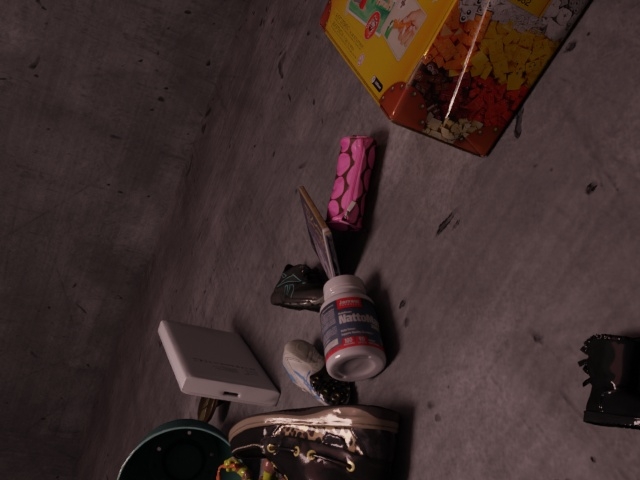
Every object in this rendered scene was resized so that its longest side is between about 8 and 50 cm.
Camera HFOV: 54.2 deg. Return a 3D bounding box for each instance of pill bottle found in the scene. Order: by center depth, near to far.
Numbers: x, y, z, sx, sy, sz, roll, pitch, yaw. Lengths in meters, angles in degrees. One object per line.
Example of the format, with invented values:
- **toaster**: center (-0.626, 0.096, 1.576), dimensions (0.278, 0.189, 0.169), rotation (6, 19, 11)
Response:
- **pill bottle**: center (0.054, 0.157, 1.155), dimensions (0.108, 0.108, 0.180), rotation (-52, 34, 38)

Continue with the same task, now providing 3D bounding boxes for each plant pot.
- **plant pot**: center (-0.329, 0.566, 1.511), dimensions (0.235, 0.293, 0.292), rotation (171, 113, -79)

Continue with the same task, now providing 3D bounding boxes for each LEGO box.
- **LEGO box**: center (0.209, -0.438, 1.087), dimensions (0.372, 0.193, 0.500), rotation (-60, 29, 27)

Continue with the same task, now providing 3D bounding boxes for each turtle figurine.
- **turtle figurine**: center (-0.098, 0.523, 1.279), dimensions (0.269, 0.087, 0.217), rotation (49, 118, 35)

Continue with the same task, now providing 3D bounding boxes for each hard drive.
- **hard drive**: center (-0.265, 0.300, 1.567), dimensions (0.353, 0.233, 0.047), rotation (34, 106, 63)

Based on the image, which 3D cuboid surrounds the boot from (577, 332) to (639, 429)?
- **boot**: center (0.334, 0.152, 0.675), dimensions (0.121, 0.045, 0.099), rotation (-18, 56, 61)

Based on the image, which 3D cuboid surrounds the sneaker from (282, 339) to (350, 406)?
- **sneaker**: center (-0.007, 0.278, 1.258), dimensions (0.237, 0.085, 0.086), rotation (-147, 49, -60)

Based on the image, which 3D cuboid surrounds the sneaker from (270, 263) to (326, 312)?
- **sneaker**: center (-0.039, 0.102, 1.384), dimensions (0.267, 0.101, 0.106), rotation (-3, 71, 63)

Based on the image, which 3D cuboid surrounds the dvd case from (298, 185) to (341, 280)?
- **dvd case**: center (0.000, 0.000, 1.352), dimensions (0.221, 0.018, 0.164), rotation (-120, 15, -56)

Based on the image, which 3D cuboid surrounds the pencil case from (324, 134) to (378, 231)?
- **pencil case**: center (0.067, -0.121, 1.312), dimensions (0.098, 0.095, 0.209), rotation (56, -137, -77)

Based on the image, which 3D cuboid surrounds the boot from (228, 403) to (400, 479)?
- **boot**: center (-0.024, 0.439, 1.067), dimensions (0.378, 0.138, 0.284), rotation (-18, 59, 35)

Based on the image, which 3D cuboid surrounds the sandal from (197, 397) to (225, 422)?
- **sandal**: center (-0.277, 0.407, 1.744), dimensions (0.090, 0.060, 0.219), rotation (-27, 37, 49)
